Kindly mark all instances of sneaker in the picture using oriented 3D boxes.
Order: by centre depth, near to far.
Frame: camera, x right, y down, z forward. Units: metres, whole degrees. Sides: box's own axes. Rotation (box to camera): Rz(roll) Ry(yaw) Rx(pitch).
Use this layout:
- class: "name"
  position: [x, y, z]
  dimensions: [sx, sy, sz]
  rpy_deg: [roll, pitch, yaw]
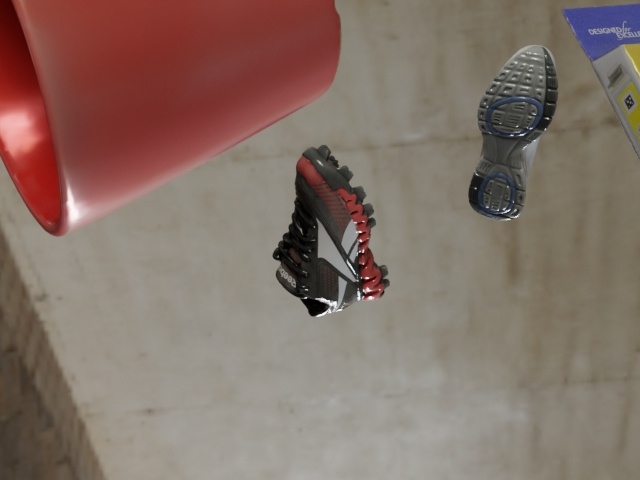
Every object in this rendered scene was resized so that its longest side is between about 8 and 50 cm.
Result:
- class: "sneaker"
  position: [0.000, 0.000, 1.540]
  dimensions: [0.097, 0.135, 0.276]
  rpy_deg: [53, -14, 40]
- class: "sneaker"
  position: [0.292, -0.176, 1.866]
  dimensions: [0.129, 0.111, 0.297]
  rpy_deg: [-65, 170, -49]

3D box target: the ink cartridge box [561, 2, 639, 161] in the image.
- class: "ink cartridge box"
  position: [0.436, -0.138, 1.239]
  dimensions: [0.072, 0.304, 0.307]
  rpy_deg: [-54, -129, 57]

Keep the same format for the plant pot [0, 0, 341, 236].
- class: "plant pot"
  position: [-0.133, -0.167, 0.936]
  dimensions: [0.275, 0.243, 0.275]
  rpy_deg: [50, -29, 41]
